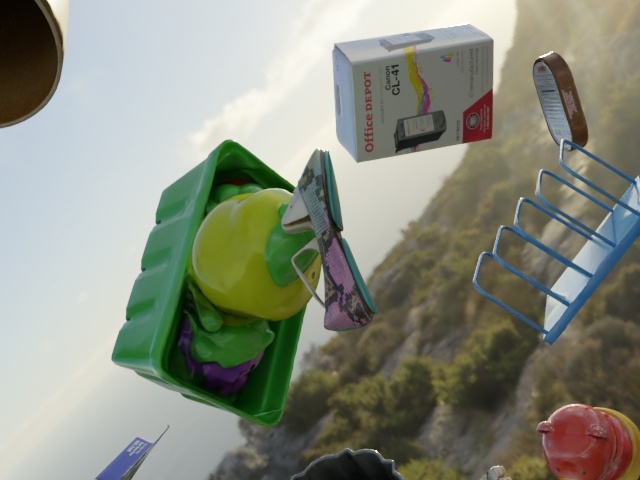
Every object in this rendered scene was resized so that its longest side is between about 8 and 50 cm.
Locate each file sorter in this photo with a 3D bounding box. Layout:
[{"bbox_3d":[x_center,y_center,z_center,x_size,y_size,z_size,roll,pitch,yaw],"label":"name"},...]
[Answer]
[{"bbox_3d":[0.249,-0.004,0.984,0.170,0.105,0.118,-59,-3,26],"label":"file sorter"}]

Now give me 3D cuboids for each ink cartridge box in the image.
[{"bbox_3d":[-0.371,0.430,1.634,0.224,0.045,0.223,-54,-3,15],"label":"ink cartridge box"},{"bbox_3d":[0.191,-0.302,1.921,0.306,0.226,0.131,-13,31,-13],"label":"ink cartridge box"}]

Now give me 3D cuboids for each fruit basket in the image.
[{"bbox_3d":[-0.094,0.048,1.305,0.392,0.283,0.392,-24,49,30],"label":"fruit basket"}]

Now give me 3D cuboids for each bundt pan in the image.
[{"bbox_3d":[0.048,0.569,1.799,0.331,0.124,0.330,-26,32,18],"label":"bundt pan"}]

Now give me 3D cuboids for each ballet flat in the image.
[{"bbox_3d":[0.000,0.000,1.085,0.079,0.221,0.077,-18,-16,8],"label":"ballet flat"}]

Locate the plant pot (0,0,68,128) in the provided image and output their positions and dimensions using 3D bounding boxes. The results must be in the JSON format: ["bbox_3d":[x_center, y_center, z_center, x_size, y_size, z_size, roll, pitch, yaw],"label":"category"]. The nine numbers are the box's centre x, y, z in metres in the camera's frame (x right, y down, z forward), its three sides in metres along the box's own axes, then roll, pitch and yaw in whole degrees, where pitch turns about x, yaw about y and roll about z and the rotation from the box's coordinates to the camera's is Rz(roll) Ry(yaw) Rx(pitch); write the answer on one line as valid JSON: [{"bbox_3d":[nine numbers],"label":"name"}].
[{"bbox_3d":[-0.391,-0.298,1.099,0.237,0.237,0.254,-42,28,34],"label":"plant pot"}]

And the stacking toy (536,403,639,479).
[{"bbox_3d":[0.420,0.314,1.136,0.309,0.130,0.279,-13,60,29],"label":"stacking toy"}]

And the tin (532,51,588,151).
[{"bbox_3d":[0.448,-0.257,1.759,0.040,0.189,0.106,-22,11,-12],"label":"tin"}]

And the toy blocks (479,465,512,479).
[{"bbox_3d":[0.288,0.433,1.318,0.288,0.309,0.260,-42,-35,18],"label":"toy blocks"}]
